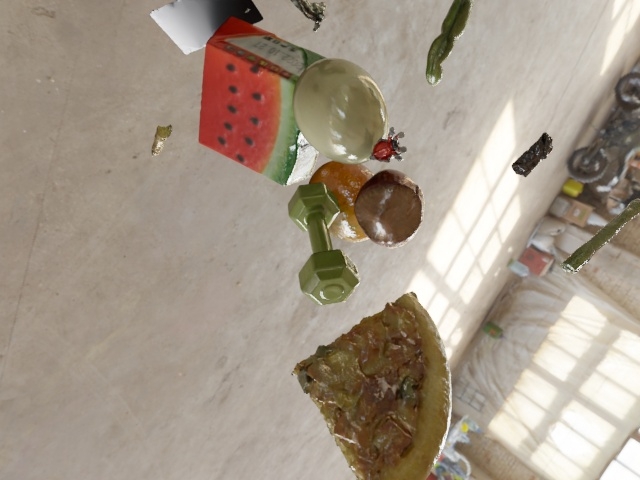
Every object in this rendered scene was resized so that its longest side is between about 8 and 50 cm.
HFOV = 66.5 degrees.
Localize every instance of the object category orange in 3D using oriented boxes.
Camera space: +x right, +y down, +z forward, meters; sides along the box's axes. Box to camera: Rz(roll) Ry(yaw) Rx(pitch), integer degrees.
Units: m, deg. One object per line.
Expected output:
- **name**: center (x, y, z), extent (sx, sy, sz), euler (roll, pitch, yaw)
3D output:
- **orange**: center (0.065, -0.099, 1.278), extent (0.171, 0.240, 0.240), euler (-45, 150, -21)

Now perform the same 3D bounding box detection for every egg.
- **egg**: center (0.044, -0.267, 1.017), extent (0.186, 0.242, 0.186), euler (-32, 162, -12)

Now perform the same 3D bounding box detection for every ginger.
- **ginger**: center (-0.532, -0.337, 1.617), extent (0.044, 0.057, 0.137), euler (-30, 171, -46)

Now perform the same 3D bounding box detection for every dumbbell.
- **dumbbell**: center (0.000, 0.000, 1.050), extent (0.108, 0.302, 0.121), euler (-31, 132, 16)

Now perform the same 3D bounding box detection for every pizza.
- **pizza**: center (0.063, 0.170, 0.589), extent (0.058, 0.197, 0.292), euler (97, 11, -52)

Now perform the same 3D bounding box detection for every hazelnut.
- **hazelnut**: center (0.135, -0.063, 0.962), extent (0.143, 0.143, 0.154), euler (-27, 110, -41)

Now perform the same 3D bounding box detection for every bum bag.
- **bum bag**: center (0.529, -0.210, 1.210), extent (0.124, 0.034, 0.058), euler (-43, 113, 7)

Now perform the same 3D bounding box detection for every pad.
- **pad**: center (-0.306, -0.609, 1.322), extent (0.265, 0.009, 0.159), euler (-15, 150, 19)

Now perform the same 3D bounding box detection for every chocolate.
- **chocolate**: center (-0.157, -0.355, 1.320), extent (0.161, 0.341, 0.360), euler (-52, 165, -46)

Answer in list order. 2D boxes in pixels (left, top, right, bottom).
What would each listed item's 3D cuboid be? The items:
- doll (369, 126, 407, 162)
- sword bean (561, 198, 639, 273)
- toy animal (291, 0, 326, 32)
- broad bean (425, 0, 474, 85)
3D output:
- **doll**: center (0.125, -0.174, 0.923), extent (0.039, 0.057, 0.114), euler (-46, -167, -21)
- **sword bean**: center (0.662, -0.015, 1.129), extent (0.269, 0.038, 0.043), euler (-37, 164, -13)
- **toy animal**: center (-0.065, -0.560, 1.030), extent (0.073, 0.176, 0.217), euler (-30, 166, 13)
- **broad bean**: center (0.260, -0.415, 0.968), extent (0.214, 0.048, 0.070), euler (-68, 162, 8)
